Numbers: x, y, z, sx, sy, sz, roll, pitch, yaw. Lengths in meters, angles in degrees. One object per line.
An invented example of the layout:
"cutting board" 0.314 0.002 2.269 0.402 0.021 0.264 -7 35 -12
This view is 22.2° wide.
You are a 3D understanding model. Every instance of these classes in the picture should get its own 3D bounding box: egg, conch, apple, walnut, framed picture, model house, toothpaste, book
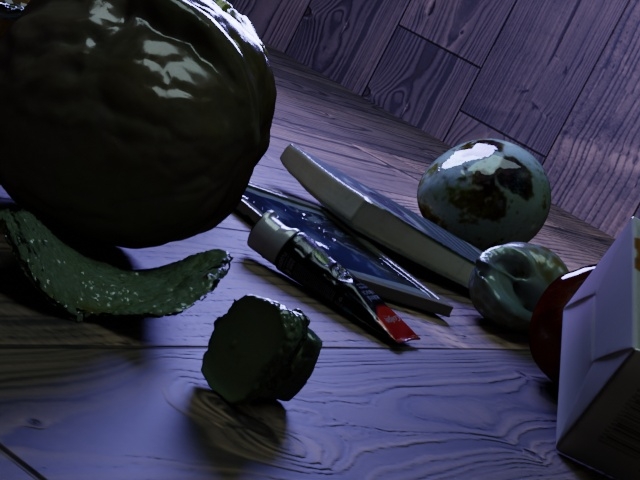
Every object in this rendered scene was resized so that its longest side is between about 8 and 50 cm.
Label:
"egg" 0.234 -0.064 2.370 0.231 0.169 0.169 -2 27 -42
"conch" 0.235 0.059 1.939 0.173 0.106 0.116 -14 59 -48
"apple" 0.305 0.103 1.756 0.147 0.156 0.158 33 -17 28
"walnut" -0.155 -0.107 1.358 0.248 0.248 0.248 26 10 -5
"framed picture" 0.000 0.000 1.847 0.209 0.019 0.281 18 13 -41
"model house" -0.031 0.081 1.172 0.066 0.079 0.083 37 13 38
"toothpaste" 0.015 0.043 1.613 0.193 0.045 0.071 37 12 18
"book" 0.140 0.000 2.115 0.371 0.043 0.260 27 7 -28

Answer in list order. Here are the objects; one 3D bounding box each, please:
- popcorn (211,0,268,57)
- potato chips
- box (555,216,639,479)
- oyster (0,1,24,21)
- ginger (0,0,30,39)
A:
"popcorn" -0.166 -0.182 1.807 0.221 0.204 0.184 7 -13 -7
"potato chips" -0.164 0.016 1.230 0.228 0.059 0.167 12 11 -40
"box" 0.405 0.155 1.547 0.341 0.143 0.225 27 35 -8
"oyster" -0.413 -0.216 1.583 0.162 0.158 0.351 -17 -6 31
"ginger" -0.348 -0.247 1.964 0.133 0.107 0.309 49 23 28
